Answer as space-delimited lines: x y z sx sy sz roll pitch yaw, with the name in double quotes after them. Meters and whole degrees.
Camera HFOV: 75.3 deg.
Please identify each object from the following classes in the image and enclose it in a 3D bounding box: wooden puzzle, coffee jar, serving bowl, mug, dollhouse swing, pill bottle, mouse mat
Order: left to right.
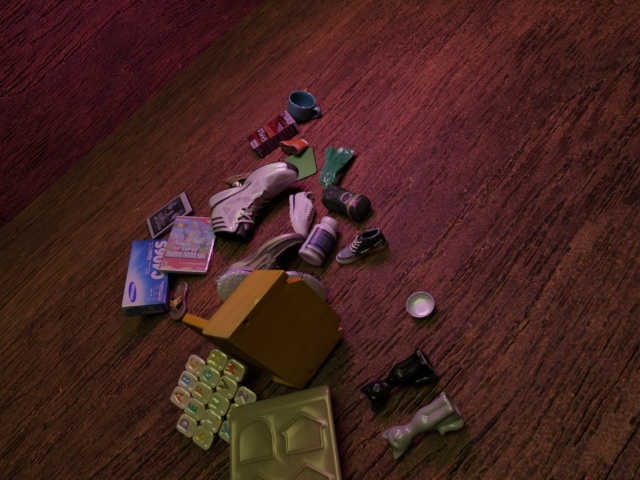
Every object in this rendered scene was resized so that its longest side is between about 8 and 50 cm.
-0.180 0.244 1.263 0.315 0.347 0.305 -51 38 -12 "dollhouse swing"
-0.094 0.597 1.117 0.322 0.080 0.347 -19 52 15 "wooden puzzle"
-0.092 -0.338 1.868 0.153 0.007 0.189 -21 50 13 "mouse mat"
-0.088 -0.640 2.019 0.130 0.097 0.157 -20 63 -25 "mug"
0.000 0.000 1.507 0.094 0.094 0.169 16 65 36 "pill bottle"
0.099 -0.143 1.570 0.184 0.079 0.096 27 69 40 "coffee jar"
0.301 0.197 1.242 0.084 0.027 0.083 -14 51 18 "serving bowl"

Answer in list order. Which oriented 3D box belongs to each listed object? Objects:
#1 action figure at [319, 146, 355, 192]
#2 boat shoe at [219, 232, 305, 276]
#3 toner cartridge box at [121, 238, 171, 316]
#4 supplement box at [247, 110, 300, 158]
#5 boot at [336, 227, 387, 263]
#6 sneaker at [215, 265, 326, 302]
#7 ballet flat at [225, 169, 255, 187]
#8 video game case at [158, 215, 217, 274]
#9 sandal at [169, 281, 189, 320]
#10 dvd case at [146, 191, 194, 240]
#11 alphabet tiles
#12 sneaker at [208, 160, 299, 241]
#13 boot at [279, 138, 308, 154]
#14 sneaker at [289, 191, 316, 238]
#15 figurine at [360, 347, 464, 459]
0.053 -0.289 1.714 0.137 0.063 0.232 2 54 27 "action figure"
-0.200 0.103 1.537 0.356 0.132 0.130 -32 69 7 "boat shoe"
-0.722 0.147 1.756 0.165 0.075 0.347 -5 49 -9 "toner cartridge box"
-0.231 -0.520 2.033 0.240 0.073 0.130 -35 48 2 "supplement box"
0.130 0.014 1.431 0.190 0.086 0.069 -24 49 11 "boot"
-0.174 0.156 1.393 0.210 0.366 0.137 -174 92 -67 "sneaker"
-0.356 -0.273 1.923 0.206 0.073 0.067 -13 66 24 "ballet flat"
-0.559 0.016 1.792 0.204 0.025 0.285 3 55 3 "video game case"
-0.574 0.239 1.670 0.072 0.049 0.180 -16 50 18 "sandal"
-0.740 -0.120 2.041 0.239 0.029 0.179 -36 47 -1 "dvd case"
-0.341 0.494 1.299 0.278 0.021 0.284 24 88 23 "alphabet tiles"
-0.267 -0.133 1.734 0.448 0.169 0.257 -25 57 20 "sneaker"
-0.126 -0.443 1.939 0.085 0.059 0.158 -39 41 -27 "boot"
-0.065 -0.105 1.631 0.095 0.090 0.235 -14 52 7 "sneaker"
0.228 0.427 1.082 0.210 0.092 0.214 -36 48 11 "figurine"
